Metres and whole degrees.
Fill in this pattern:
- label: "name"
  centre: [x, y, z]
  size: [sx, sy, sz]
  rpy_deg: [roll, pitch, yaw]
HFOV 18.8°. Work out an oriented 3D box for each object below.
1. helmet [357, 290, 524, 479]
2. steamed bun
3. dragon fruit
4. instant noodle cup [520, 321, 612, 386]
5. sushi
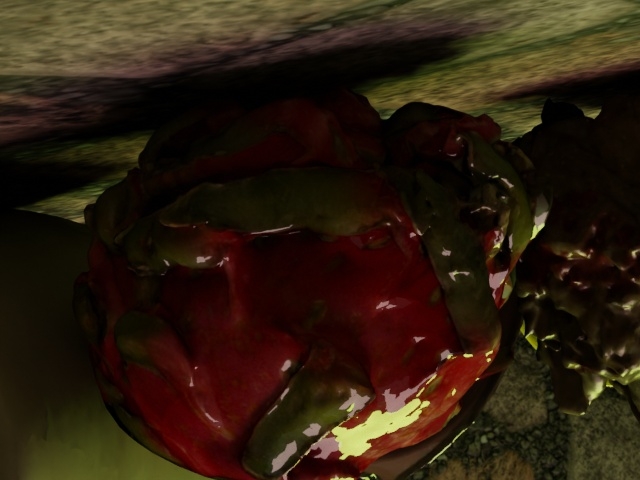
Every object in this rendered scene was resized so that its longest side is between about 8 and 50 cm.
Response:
- label: "helmet"
  centre: [0.009, 0.060, 1.570]
  size: [0.197, 0.271, 0.338]
  rpy_deg: [25, 168, -14]
- label: "steamed bun"
  centre: [-0.294, 0.117, 1.328]
  size: [0.456, 0.290, 0.371]
  rpy_deg: [-9, 172, 30]
- label: "dragon fruit"
  centre: [-0.007, 0.020, 1.121]
  size: [0.231, 0.237, 0.303]
  rpy_deg: [-34, -177, -43]
- label: "instant noodle cup"
  centre: [0.236, 0.009, 1.655]
  size: [0.213, 0.213, 0.174]
  rpy_deg: [-9, -174, -8]
- label: "sushi"
  centre: [0.242, 0.000, 1.334]
  size: [0.225, 0.238, 0.219]
  rpy_deg: [-32, 158, 35]
